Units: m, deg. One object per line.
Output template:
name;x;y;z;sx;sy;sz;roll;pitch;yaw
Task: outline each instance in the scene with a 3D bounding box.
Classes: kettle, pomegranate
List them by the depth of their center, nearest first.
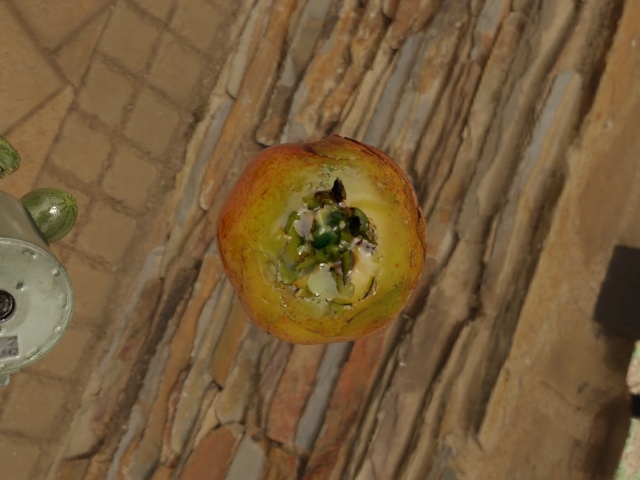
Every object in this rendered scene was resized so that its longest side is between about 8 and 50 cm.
pomegranate;0.000;0.000;0.687;0.235;0.210;0.210;-105;-165;-88
kettle;-0.630;0.102;1.380;0.249;0.376;0.361;-10;115;-26

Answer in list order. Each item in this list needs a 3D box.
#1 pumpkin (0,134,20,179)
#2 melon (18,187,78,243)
pumpkin;-0.575;-0.139;1.002;0.295;0.295;0.296;-13;108;-44
melon;-0.686;-0.057;1.775;0.139;0.192;0.139;47;30;-39
